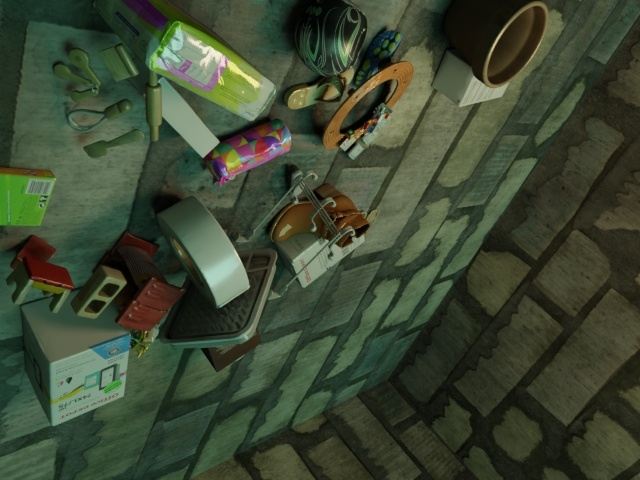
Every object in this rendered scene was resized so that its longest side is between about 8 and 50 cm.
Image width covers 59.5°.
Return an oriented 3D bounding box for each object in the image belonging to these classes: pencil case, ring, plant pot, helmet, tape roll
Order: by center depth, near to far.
[{"bbox_3d":[0.018,-0.471,1.310,0.169,0.169,0.162,10,105,-56],"label":"helmet"},{"bbox_3d":[-0.300,0.031,1.429,0.100,0.286,0.286,-33,149,-20],"label":"tape roll"},{"bbox_3d":[-0.184,-0.226,1.436,0.236,0.104,0.104,-32,149,-23],"label":"pencil case"},{"bbox_3d":[0.131,-0.391,1.610,0.336,0.032,0.336,-38,168,-9],"label":"ring"},{"bbox_3d":[0.491,-0.619,1.646,0.263,0.229,0.263,-32,150,-22],"label":"plant pot"}]

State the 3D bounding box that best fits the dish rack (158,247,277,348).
[{"bbox_3d":[-0.266,0.166,1.540,0.333,0.285,0.072,-74,150,-48],"label":"dish rack"}]

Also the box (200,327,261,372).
[{"bbox_3d":[-0.324,0.261,1.852,0.191,0.143,0.381,-32,147,-22],"label":"box"}]

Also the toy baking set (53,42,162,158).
[{"bbox_3d":[-0.398,-0.262,1.075,0.030,0.196,0.256,-80,179,-47],"label":"toy baking set"}]

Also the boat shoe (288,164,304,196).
[{"bbox_3d":[-0.076,-0.180,1.685,0.049,0.040,0.142,-28,161,-17],"label":"boat shoe"}]

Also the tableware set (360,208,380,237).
[{"bbox_3d":[0.159,-0.061,2.166,0.168,0.020,0.141,-3,132,-51],"label":"tableware set"}]

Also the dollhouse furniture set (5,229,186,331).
[{"bbox_3d":[-0.520,0.065,1.299,0.152,0.201,0.374,-48,145,8],"label":"dollhouse furniture set"}]

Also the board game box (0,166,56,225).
[{"bbox_3d":[-0.659,-0.086,1.079,0.259,0.039,0.124,-4,131,-54],"label":"board game box"}]

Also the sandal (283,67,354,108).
[{"bbox_3d":[0.019,-0.391,1.497,0.240,0.079,0.088,-27,147,-28],"label":"sandal"}]

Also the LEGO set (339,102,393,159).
[{"bbox_3d":[0.148,-0.324,1.706,0.182,0.060,0.244,-45,168,9],"label":"LEGO set"}]

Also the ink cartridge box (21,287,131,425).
[{"bbox_3d":[-0.628,0.292,1.439,0.198,0.197,0.270,-18,142,-38],"label":"ink cartridge box"}]

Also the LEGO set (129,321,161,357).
[{"bbox_3d":[-0.506,0.237,1.529,0.132,0.107,0.287,-55,-168,2],"label":"LEGO set"}]

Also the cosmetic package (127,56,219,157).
[{"bbox_3d":[-0.314,-0.282,1.200,0.060,0.099,0.239,-45,152,-4],"label":"cosmetic package"}]

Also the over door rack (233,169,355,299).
[{"bbox_3d":[-0.075,-0.015,1.657,0.324,0.240,0.108,-40,156,16],"label":"over door rack"}]

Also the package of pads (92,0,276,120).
[{"bbox_3d":[-0.242,-0.357,1.056,0.101,0.229,0.296,-52,151,14],"label":"package of pads"}]

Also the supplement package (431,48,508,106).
[{"bbox_3d":[0.514,-0.551,1.857,0.244,0.139,0.134,-21,145,-36],"label":"supplement package"}]

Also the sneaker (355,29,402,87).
[{"bbox_3d":[0.165,-0.502,1.567,0.078,0.067,0.188,-22,148,-56],"label":"sneaker"}]

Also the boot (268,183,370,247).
[{"bbox_3d":[-0.002,-0.037,1.784,0.283,0.220,0.109,-34,150,-18],"label":"boot"}]

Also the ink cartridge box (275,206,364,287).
[{"bbox_3d":[0.000,0.000,1.937,0.289,0.121,0.211,-37,150,-12],"label":"ink cartridge box"}]
